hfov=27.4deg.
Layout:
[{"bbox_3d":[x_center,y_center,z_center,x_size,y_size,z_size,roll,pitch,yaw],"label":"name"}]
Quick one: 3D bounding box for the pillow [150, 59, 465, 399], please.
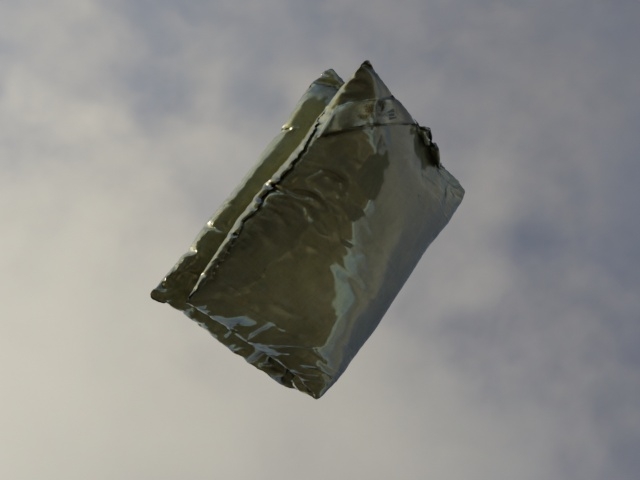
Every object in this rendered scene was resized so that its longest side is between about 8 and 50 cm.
[{"bbox_3d":[0.000,0.000,0.790,0.134,0.181,0.078,45,-12,-34],"label":"pillow"}]
